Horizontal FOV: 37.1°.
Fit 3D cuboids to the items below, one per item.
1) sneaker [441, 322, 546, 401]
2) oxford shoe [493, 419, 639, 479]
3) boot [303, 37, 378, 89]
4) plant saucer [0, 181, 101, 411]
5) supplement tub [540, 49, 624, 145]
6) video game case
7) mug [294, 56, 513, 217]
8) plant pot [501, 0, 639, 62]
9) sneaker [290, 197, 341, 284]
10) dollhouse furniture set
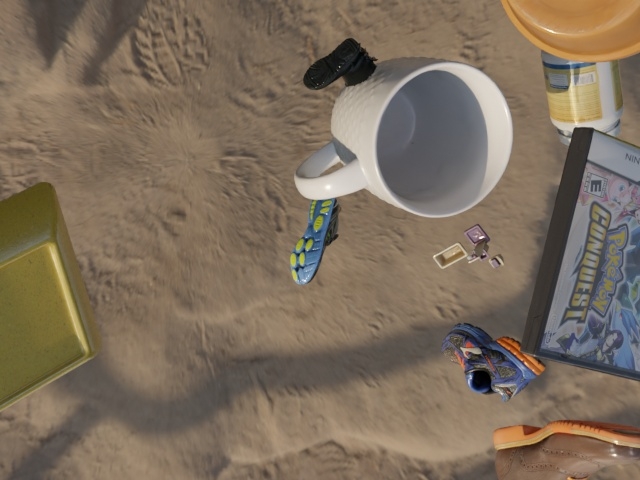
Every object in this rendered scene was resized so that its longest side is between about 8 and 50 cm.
[{"bbox_3d":[0.243,0.186,1.455,0.083,0.221,0.087,44,77,-17],"label":"sneaker"},{"bbox_3d":[0.403,0.362,1.534,0.130,0.363,0.133,9,73,-16],"label":"oxford shoe"},{"bbox_3d":[0.036,-0.286,1.619,0.121,0.099,0.045,-40,69,9],"label":"boot"},{"bbox_3d":[-0.489,0.127,1.436,0.332,0.081,0.333,-31,129,-31],"label":"plant saucer"},{"bbox_3d":[0.519,-0.301,1.882,0.144,0.144,0.200,-18,116,-6],"label":"supplement tub"},{"bbox_3d":[0.375,0.028,1.160,0.248,0.035,0.275,15,88,-29],"label":"video game case"},{"bbox_3d":[0.121,-0.186,1.792,0.374,0.328,0.276,-31,112,-10],"label":"mug"},{"bbox_3d":[0.357,-0.375,1.268,0.290,0.203,0.291,7,108,23],"label":"plant pot"},{"bbox_3d":[0.000,0.000,1.827,0.078,0.067,0.188,39,64,-48],"label":"sneaker"},{"bbox_3d":[0.272,0.045,1.803,0.114,0.081,0.091,-31,104,34],"label":"dollhouse furniture set"}]
